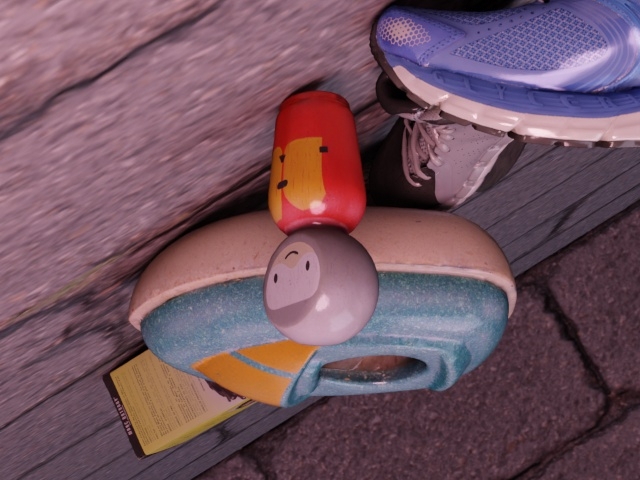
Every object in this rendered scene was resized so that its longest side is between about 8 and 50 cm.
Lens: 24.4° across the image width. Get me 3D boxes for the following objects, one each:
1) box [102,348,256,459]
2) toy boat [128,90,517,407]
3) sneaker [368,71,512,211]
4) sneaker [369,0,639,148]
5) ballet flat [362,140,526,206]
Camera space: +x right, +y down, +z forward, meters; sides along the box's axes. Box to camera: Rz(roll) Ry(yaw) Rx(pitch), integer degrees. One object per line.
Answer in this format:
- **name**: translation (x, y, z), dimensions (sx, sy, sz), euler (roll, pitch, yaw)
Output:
- **box**: translation (-0.089, 0.109, 1.283), dimensions (0.232, 0.087, 0.058), euler (-34, 167, 39)
- **toy boat**: translation (0.000, 0.037, 0.963), dimensions (0.267, 0.148, 0.318), euler (-3, 157, 1)
- **sneaker**: translation (0.070, -0.085, 0.962), dimensions (0.132, 0.086, 0.229), euler (-5, 155, -40)
- **sneaker**: translation (0.191, -0.125, 0.807), dimensions (0.330, 0.147, 0.130), euler (-2, -174, 6)
- **ballet flat**: translation (0.087, -0.062, 1.177), dimensions (0.250, 0.058, 0.084), euler (-31, 137, -39)
